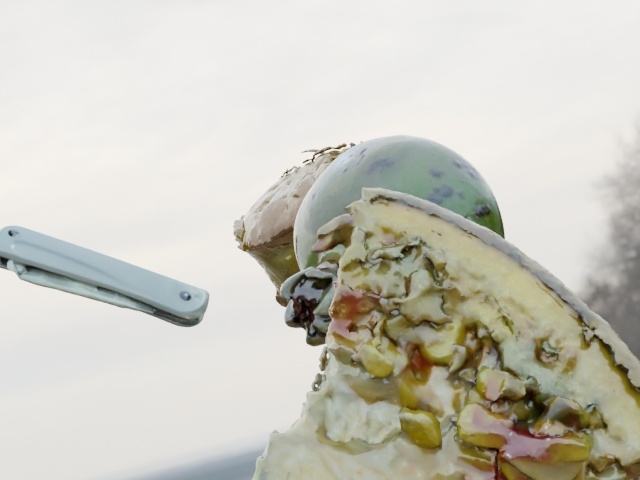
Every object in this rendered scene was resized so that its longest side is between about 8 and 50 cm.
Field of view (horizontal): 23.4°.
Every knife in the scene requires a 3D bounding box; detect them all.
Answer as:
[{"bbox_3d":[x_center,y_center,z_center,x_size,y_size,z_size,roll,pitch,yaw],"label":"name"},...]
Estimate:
[{"bbox_3d":[-0.263,0.047,1.827,0.265,0.041,0.073,18,34,-6],"label":"knife"}]

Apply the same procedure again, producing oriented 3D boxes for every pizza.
[{"bbox_3d":[0.051,0.082,0.981,0.287,0.251,0.074,-19,-30,-12],"label":"pizza"}]

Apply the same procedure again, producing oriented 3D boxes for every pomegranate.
[{"bbox_3d":[0.048,0.014,1.279,0.210,0.179,0.179,-38,0,-14],"label":"pomegranate"}]

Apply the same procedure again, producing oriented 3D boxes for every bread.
[{"bbox_3d":[-0.004,-0.001,1.700,0.147,0.160,0.260,-45,17,-31],"label":"bread"}]
